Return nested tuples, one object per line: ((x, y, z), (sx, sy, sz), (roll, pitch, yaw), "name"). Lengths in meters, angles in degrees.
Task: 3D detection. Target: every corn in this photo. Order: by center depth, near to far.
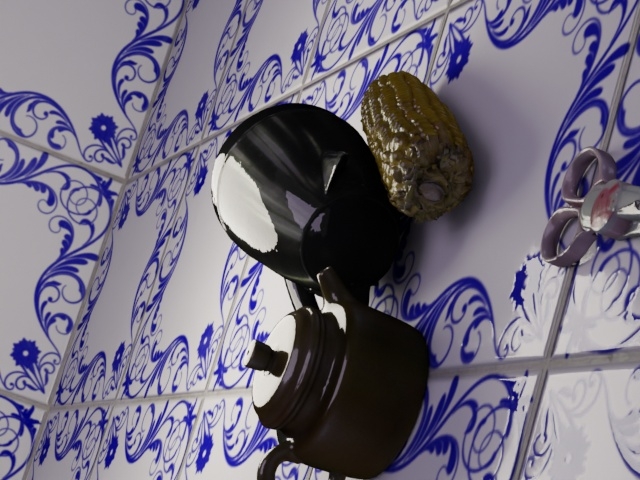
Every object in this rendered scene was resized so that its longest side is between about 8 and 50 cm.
((0.107, -0.119, 1.905), (0.115, 0.115, 0.318), (-62, 19, 19), "corn")

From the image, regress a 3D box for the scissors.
((0.265, -0.029, 1.484), (0.242, 0.030, 0.118), (-174, 105, -75), "scissors")

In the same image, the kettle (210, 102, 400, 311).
((-0.008, -0.013, 1.969), (0.250, 0.207, 0.271), (-59, 28, 7), "kettle")

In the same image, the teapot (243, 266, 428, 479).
((-0.004, 0.162, 1.796), (0.185, 0.175, 0.267), (-21, 50, 68), "teapot")
